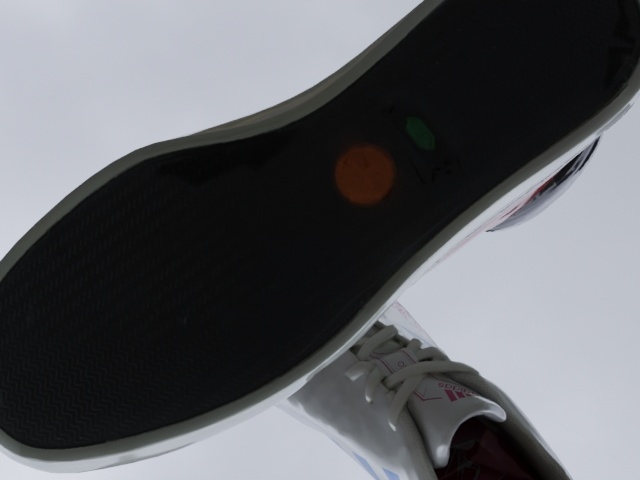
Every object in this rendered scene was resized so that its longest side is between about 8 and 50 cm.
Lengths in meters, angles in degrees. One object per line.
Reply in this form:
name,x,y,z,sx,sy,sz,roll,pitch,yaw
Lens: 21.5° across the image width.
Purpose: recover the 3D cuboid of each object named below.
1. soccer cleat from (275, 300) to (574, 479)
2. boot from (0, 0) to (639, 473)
soccer cleat,0.050,0.094,1.090,0.331,0.143,0.116,41,-110,15
boot,0.000,0.000,0.579,0.244,0.176,0.088,-32,-98,-1
